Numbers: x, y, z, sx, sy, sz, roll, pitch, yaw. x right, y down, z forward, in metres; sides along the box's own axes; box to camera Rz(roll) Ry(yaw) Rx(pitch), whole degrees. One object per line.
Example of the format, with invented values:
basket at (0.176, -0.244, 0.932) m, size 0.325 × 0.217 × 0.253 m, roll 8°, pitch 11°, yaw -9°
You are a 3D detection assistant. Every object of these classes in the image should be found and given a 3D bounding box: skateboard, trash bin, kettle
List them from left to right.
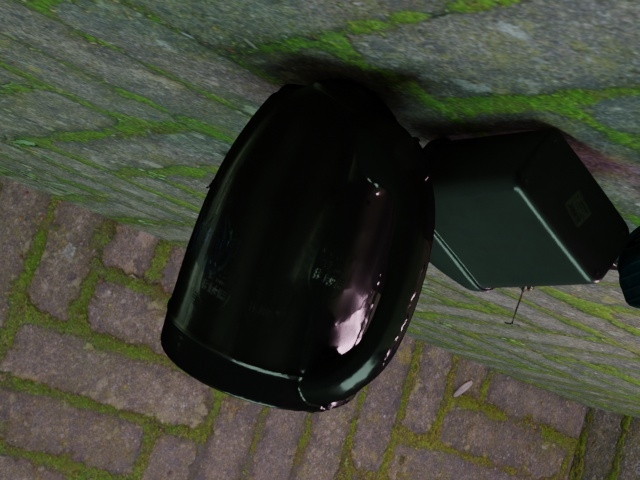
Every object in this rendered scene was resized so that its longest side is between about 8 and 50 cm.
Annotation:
kettle at (0.000, 0.000, 1.114) m, size 0.228 × 0.324 × 0.321 m, roll 8°, pitch -164°, yaw -33°
trash bin at (0.191, -0.029, 1.170) m, size 0.176 × 0.101 × 0.236 m, roll 50°, pitch 155°, yaw -20°
skateboard at (0.337, 0.104, 1.889) m, size 0.032 × 0.083 × 0.064 m, roll 10°, pitch 167°, yaw 43°

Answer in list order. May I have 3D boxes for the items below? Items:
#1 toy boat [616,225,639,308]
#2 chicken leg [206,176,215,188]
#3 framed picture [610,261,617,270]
toy boat at (0.386, 0.005, 1.057) m, size 0.114 × 0.122 × 0.296 m, roll 41°, pitch 157°, yaw -6°
chicken leg at (-0.042, -0.078, 1.520) m, size 0.158 × 0.096 × 0.407 m, roll 40°, pitch 164°, yaw -11°
framed picture at (0.320, 0.005, 1.509) m, size 0.168 × 0.023 × 0.128 m, roll 8°, pitch 167°, yaw 46°
